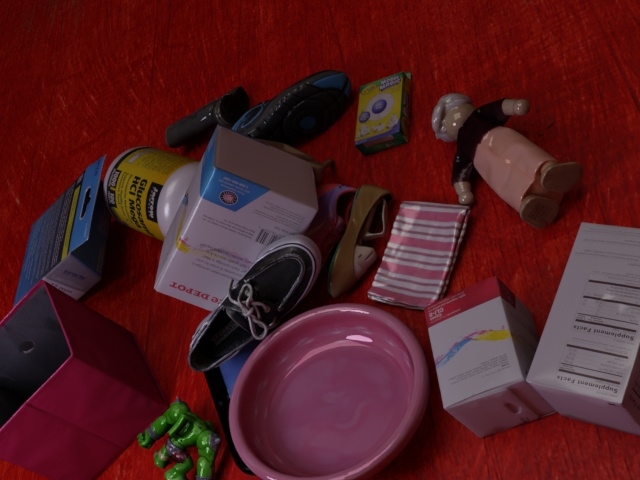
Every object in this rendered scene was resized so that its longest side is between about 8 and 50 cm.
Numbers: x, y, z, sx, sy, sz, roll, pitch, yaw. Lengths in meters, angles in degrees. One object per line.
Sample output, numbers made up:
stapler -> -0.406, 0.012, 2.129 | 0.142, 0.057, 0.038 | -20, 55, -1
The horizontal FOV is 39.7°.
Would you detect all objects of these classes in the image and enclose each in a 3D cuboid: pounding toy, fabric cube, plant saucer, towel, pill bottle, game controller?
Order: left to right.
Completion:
fabric cube -> -0.503, 0.285, 1.729 | 0.259, 0.258, 0.254 | -45, 43, 3
pill bottle -> -0.302, -0.086, 1.881 | 0.334, 0.188, 0.188 | 18, 73, 45
game controller -> -0.111, 0.258, 1.567 | 0.166, 0.067, 0.319 | -40, 44, 10
pounding toy -> -0.062, -0.131, 1.767 | 0.206, 0.181, 0.094 | 33, 112, 55
plant saucer -> 0.018, 0.255, 1.411 | 0.332, 0.084, 0.332 | -14, 45, 15
towel -> 0.169, 0.021, 1.524 | 0.144, 0.029, 0.197 | 7, 70, 42

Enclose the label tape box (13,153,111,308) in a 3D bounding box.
label tape box -> -0.557, -0.002, 2.027 | 0.348, 0.115, 0.249 | -34, 42, 36

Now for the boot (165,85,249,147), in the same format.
boot -> -0.276, -0.274, 2.054 | 0.209, 0.076, 0.189 | -19, 16, 19

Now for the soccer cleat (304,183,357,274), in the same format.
soccer cleat -> 0.000, 0.000, 1.656 | 0.095, 0.083, 0.248 | 1, 59, 35

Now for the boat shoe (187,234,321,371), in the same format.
boat shoe -> -0.120, 0.113, 1.514 | 0.306, 0.113, 0.105 | -39, 9, 21

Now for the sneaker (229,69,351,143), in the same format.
sneaker -> -0.091, -0.269, 1.890 | 0.341, 0.125, 0.139 | -32, 40, 14

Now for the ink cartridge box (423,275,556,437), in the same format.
ink cartridge box -> 0.246, 0.172, 1.289 | 0.127, 0.128, 0.176 | -27, 46, 23

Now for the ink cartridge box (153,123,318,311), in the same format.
ink cartridge box -> -0.155, -0.027, 1.614 | 0.270, 0.198, 0.197 | -60, 18, 25

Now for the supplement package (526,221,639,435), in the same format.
supplement package -> 0.397, 0.118, 1.196 | 0.134, 0.139, 0.244 | 8, 66, 41

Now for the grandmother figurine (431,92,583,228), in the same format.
grandmother figurine -> 0.291, -0.152, 1.513 | 0.207, 0.104, 0.342 | -53, 38, 17

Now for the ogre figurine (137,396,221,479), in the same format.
ogre figurine -> -0.241, 0.365, 1.577 | 0.118, 0.097, 0.197 | -60, 31, 4

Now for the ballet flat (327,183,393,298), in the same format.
ballet flat -> 0.076, -0.001, 1.597 | 0.073, 0.080, 0.232 | 6, 65, 25

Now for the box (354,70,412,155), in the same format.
box -> 0.127, -0.262, 1.765 | 0.105, 0.043, 0.179 | -15, 50, 30
